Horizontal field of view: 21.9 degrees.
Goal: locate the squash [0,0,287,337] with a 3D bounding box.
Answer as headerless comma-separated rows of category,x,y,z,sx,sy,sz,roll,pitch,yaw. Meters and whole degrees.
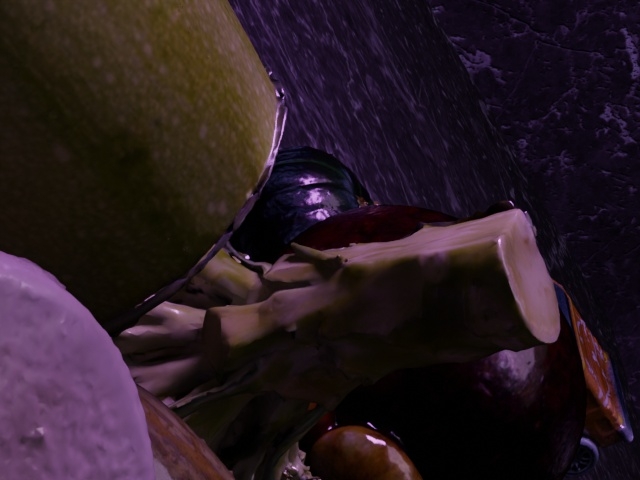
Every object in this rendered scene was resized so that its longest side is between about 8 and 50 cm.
squash,-0.206,-0.139,0.919,0.384,0.263,0.263,52,21,-42

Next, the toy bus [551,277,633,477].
toy bus,0.145,0.167,1.620,0.167,0.275,0.138,54,19,-28

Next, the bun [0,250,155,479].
bun,-0.215,0.120,0.724,0.263,0.175,0.263,-6,98,-46

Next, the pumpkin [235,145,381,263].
pumpkin,0.000,0.000,1.635,0.202,0.140,0.202,-23,90,-77

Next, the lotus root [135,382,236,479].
lotus root,-0.124,0.180,0.950,0.309,0.173,0.173,54,17,-13

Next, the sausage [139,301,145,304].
sausage,-0.170,-0.013,1.095,0.253,0.034,0.034,37,-12,50

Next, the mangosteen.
mangosteen,0.055,0.138,1.367,0.347,0.306,0.307,-51,120,-39

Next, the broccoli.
broccoli,-0.007,0.085,1.088,0.221,0.361,0.252,13,85,-51
